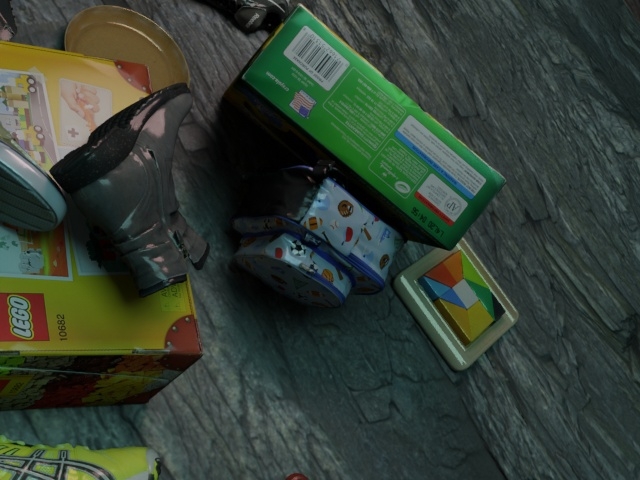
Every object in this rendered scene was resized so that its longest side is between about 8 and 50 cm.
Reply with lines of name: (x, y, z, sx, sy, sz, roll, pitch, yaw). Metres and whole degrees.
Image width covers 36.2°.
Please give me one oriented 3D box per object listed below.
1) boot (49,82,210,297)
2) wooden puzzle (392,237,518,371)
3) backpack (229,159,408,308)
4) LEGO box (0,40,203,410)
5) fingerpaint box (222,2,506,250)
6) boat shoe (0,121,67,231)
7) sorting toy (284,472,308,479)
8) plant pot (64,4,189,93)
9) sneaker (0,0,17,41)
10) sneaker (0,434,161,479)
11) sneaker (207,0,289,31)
boot: (-0.227, -0.071, 1.357, 0.223, 0.118, 0.338, 57, 31, -17)
wooden puzzle: (0.275, 0.115, 1.923, 0.238, 0.044, 0.221, -31, 84, -44)
backpack: (0.000, 0.000, 1.648, 0.263, 0.276, 0.213, 26, 81, -26)
LEGO box: (-0.411, -0.026, 1.390, 0.372, 0.193, 0.500, 4, 61, -35)
fingerpaint box: (0.056, -0.183, 1.723, 0.444, 0.371, 0.163, 39, 87, -11)
boat shoe: (-0.439, -0.127, 1.225, 0.302, 0.109, 0.094, 36, 46, -9)
sorting toy: (-0.025, 0.406, 1.517, 0.061, 0.042, 0.102, -26, 91, -28)
plant pot: (-0.346, -0.314, 1.741, 0.236, 0.032, 0.236, 18, 53, -26)
sneaker: (-0.546, -0.402, 1.630, 0.118, 0.083, 0.222, 48, 35, -28)
sneaker: (-0.377, 0.304, 1.239, 0.384, 0.145, 0.147, -5, 66, -41)
sneaker: (-0.155, -0.474, 1.957, 0.234, 0.078, 0.106, 10, 55, -35)
